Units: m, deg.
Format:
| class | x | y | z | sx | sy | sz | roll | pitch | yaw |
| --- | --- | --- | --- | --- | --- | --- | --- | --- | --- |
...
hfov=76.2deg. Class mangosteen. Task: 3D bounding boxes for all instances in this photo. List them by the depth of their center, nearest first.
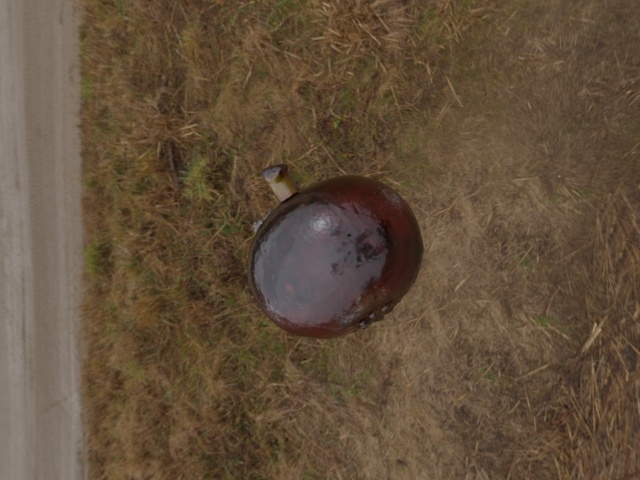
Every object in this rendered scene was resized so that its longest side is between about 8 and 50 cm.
| class | x | y | z | sx | sy | sz | roll | pitch | yaw |
| --- | --- | --- | --- | --- | --- | --- | --- | --- | --- |
| mangosteen | 0.000 | 0.000 | 0.553 | 0.235 | 0.235 | 0.261 | -48 | 68 | 27 |
